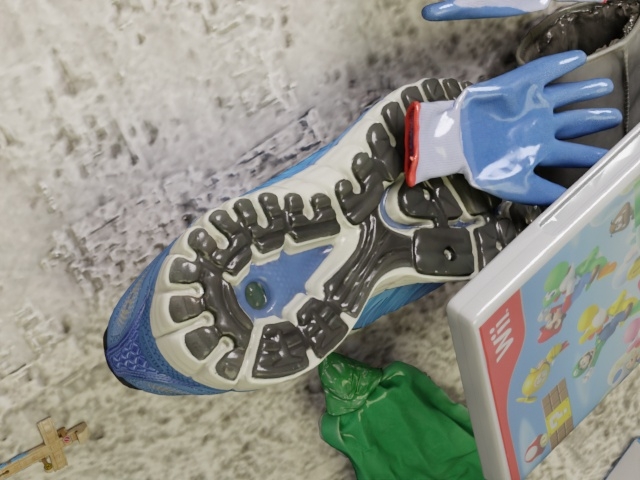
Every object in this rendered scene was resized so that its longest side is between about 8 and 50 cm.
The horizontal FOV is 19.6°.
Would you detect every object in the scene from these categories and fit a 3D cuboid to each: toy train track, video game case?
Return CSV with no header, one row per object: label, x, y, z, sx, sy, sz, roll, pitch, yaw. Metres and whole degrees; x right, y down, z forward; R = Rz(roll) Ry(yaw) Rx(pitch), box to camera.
toy train track,-0.180,0.139,1.148,0.083,0.014,0.048,-27,137,-16
video game case,0.196,0.012,1.172,0.285,0.025,0.204,-42,146,-18

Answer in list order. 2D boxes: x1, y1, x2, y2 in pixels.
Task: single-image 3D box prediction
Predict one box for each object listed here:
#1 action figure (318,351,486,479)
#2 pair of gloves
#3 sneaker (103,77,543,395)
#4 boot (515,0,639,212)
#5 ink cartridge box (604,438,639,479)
action figure,0.055,0.135,1.290,0.137,0.063,0.232,-40,143,0
pair of gloves,0.111,-0.116,1.079,0.159,0.023,0.198,-5,97,-33
sneaker,0.000,0.000,1.102,0.330,0.130,0.147,-24,-178,-40
boot,0.203,-0.071,1.231,0.189,0.076,0.208,-34,127,-33
ink cartridge box,0.308,0.234,1.573,0.180,0.060,0.104,14,114,-44
